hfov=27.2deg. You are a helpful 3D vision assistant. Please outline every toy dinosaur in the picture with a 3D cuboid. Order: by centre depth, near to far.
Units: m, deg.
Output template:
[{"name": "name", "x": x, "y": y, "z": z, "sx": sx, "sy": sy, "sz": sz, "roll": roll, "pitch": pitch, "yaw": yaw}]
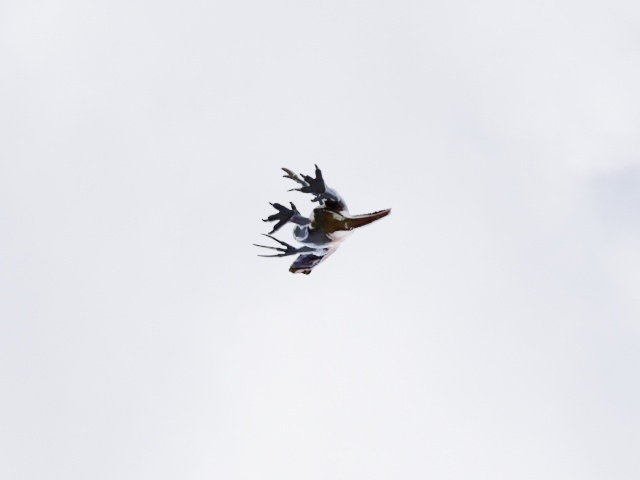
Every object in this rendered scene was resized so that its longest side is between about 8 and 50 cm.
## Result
[{"name": "toy dinosaur", "x": 0.000, "y": 0.000, "z": 0.639, "sx": 0.090, "sy": 0.082, "sz": 0.047, "roll": 30, "pitch": -100, "yaw": 31}]
